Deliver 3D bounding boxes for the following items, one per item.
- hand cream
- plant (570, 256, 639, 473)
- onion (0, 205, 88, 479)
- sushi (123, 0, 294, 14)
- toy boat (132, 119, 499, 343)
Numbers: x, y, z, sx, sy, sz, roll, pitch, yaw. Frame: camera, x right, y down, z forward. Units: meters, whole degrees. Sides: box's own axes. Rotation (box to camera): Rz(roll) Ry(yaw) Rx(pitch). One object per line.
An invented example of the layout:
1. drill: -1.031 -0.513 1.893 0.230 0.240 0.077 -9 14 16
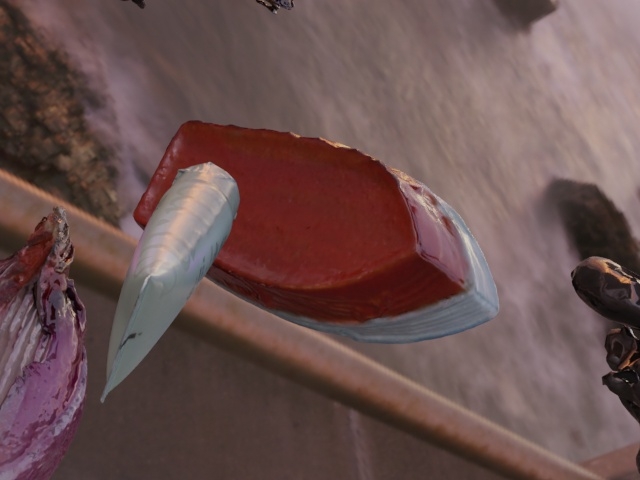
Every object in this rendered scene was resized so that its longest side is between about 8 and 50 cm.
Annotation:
1. hand cream: -0.089 0.012 0.583 0.050 0.078 0.205 24 25 -4
2. plant: 0.243 0.081 0.404 0.276 0.188 0.199 63 -5 13
3. onion: -0.314 0.137 1.014 0.159 0.349 0.267 33 15 -48
4. sushi: -0.152 -0.288 0.926 0.287 0.149 0.140 3 105 -55
5. toy boat: 0.000 0.000 0.805 0.133 0.332 0.145 37 76 -47
